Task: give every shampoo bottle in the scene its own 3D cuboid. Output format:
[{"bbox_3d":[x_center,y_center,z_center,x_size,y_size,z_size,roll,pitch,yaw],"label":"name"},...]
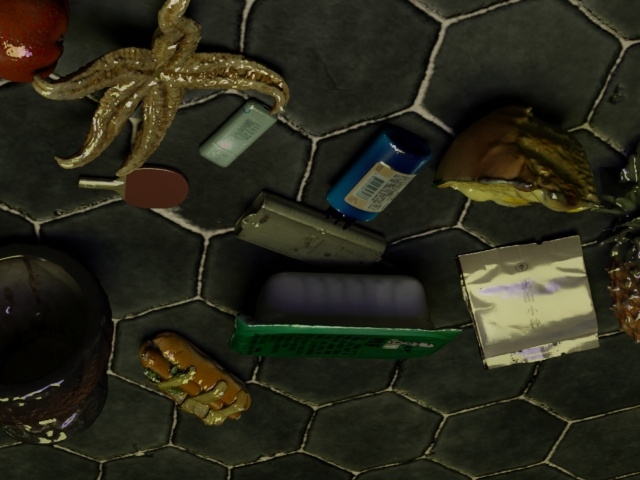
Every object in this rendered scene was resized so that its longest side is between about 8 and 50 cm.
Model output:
[{"bbox_3d":[0.074,-0.083,1.667,0.087,0.050,0.183,19,133,-28],"label":"shampoo bottle"}]

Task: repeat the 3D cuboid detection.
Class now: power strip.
[{"bbox_3d":[0.000,0.000,1.765,0.268,0.034,0.092,20,132,-26],"label":"power strip"}]

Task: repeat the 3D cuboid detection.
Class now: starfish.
[{"bbox_3d":[-0.199,-0.196,1.474,0.327,0.094,0.375,-10,154,-15],"label":"starfish"}]

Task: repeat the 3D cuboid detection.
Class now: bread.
[{"bbox_3d":[0.272,-0.114,1.589,0.174,0.133,0.251,17,178,-19],"label":"bread"}]

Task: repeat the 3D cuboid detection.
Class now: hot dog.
[{"bbox_3d":[-0.218,0.240,1.992,0.109,0.072,0.269,-28,135,21],"label":"hot dog"}]

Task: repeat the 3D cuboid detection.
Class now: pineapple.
[{"bbox_3d":[0.494,0.005,1.740,0.169,0.169,0.340,-14,131,10],"label":"pineapple"}]

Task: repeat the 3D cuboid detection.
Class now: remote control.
[{"bbox_3d":[-0.113,-0.146,1.603,0.053,0.018,0.124,26,131,-32],"label":"remote control"}]

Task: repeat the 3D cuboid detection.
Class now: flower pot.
[{"bbox_3d":[-0.435,0.177,1.773,0.266,0.267,0.267,-3,149,-1],"label":"flower pot"}]

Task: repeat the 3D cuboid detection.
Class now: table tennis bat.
[{"bbox_3d":[-0.267,-0.078,1.671,0.156,0.013,0.087,3,140,-11],"label":"table tennis bat"}]

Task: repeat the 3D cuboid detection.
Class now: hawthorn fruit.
[{"bbox_3d":[-0.367,-0.252,1.373,0.137,0.133,0.133,14,135,-16],"label":"hawthorn fruit"}]

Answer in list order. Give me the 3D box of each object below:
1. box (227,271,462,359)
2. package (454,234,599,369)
[{"bbox_3d":[0.029,0.114,1.807,0.336,0.106,0.264,1,166,-8],"label":"box"},{"bbox_3d":[0.337,0.097,1.899,0.203,0.062,0.251,-12,125,9],"label":"package"}]
